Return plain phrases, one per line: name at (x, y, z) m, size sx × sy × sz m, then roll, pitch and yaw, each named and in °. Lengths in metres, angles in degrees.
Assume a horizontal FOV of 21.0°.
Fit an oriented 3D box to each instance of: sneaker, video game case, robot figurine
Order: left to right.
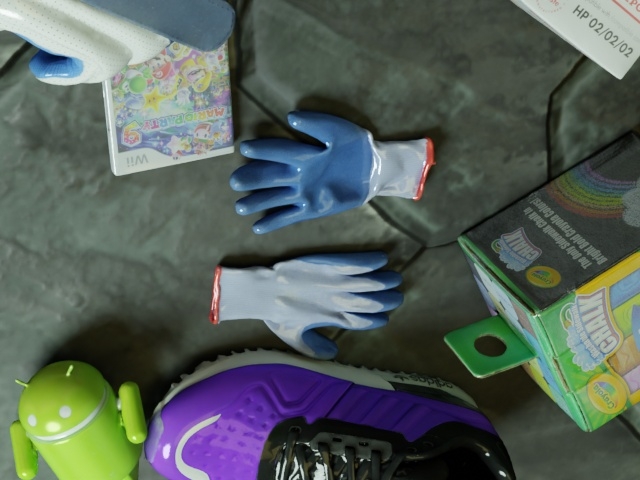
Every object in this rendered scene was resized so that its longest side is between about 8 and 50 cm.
sneaker at (-0.151, -0.225, 0.980) m, size 0.236 × 0.130 × 0.323 m, roll -41°, pitch 140°, yaw -8°
robot figurine at (-0.169, 0.132, 1.222) m, size 0.101 × 0.067 × 0.115 m, roll -18°, pitch 126°, yaw 13°
video game case at (-0.103, -0.107, 1.159) m, size 0.087 × 0.011 × 0.122 m, roll -13°, pitch 121°, yaw -18°
sneaker at (0.021, 0.160, 1.275) m, size 0.293 × 0.146 × 0.102 m, roll 4°, pitch 114°, yaw -26°

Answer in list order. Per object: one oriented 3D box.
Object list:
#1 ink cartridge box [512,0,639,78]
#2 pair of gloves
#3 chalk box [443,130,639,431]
ink cartridge box at (0.159, -0.172, 1.138) m, size 0.104 × 0.181 × 0.061 m, roll 31°, pitch 100°, yaw -33°
pair of gloves at (0.000, 0.000, 1.256) m, size 0.159 × 0.023 × 0.198 m, roll 0°, pitch 115°, yaw -24°
chalk box at (0.199, 0.043, 1.303) m, size 0.213 × 0.132 × 0.132 m, roll -32°, pitch 124°, yaw -5°
